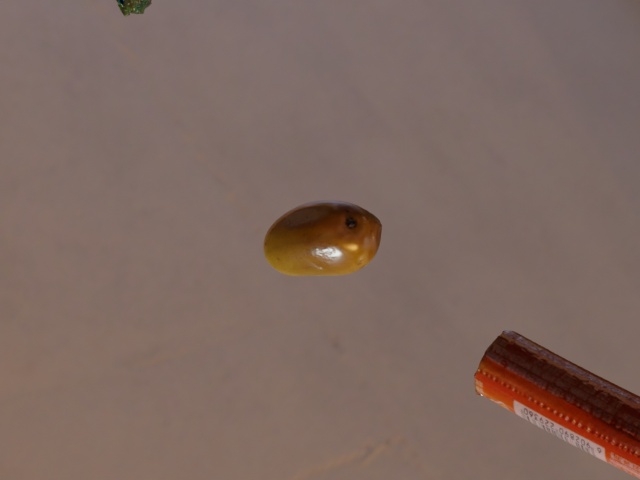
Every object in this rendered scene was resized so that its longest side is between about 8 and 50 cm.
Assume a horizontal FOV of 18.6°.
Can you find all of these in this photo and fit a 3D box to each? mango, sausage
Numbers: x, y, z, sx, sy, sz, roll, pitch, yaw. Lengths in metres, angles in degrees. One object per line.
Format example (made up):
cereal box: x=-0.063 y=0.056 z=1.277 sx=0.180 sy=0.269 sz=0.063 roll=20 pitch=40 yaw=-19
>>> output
mango: x=0.000 y=0.000 z=1.692 sx=0.080 sy=0.114 sz=0.060 roll=22 pitch=-115 yaw=-40
sausage: x=0.273 y=0.172 z=1.871 sx=0.274 sy=0.074 sz=0.074 roll=27 pitch=-156 yaw=35

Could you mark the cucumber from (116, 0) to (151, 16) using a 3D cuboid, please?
cucumber: x=-0.163 y=-0.292 z=1.711 sx=0.043 sy=0.257 sz=0.044 roll=20 pitch=-132 yaw=12
